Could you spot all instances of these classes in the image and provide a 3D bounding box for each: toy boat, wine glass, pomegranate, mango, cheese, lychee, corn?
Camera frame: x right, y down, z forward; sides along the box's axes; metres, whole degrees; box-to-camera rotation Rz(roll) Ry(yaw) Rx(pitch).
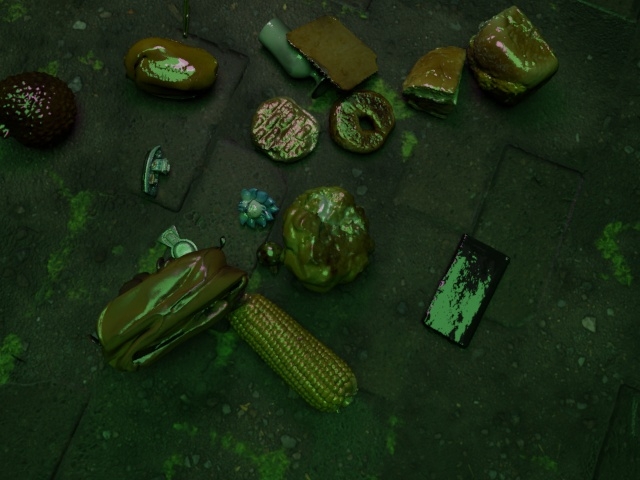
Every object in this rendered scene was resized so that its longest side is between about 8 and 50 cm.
[{"bbox_3d":[-0.438,-0.187,1.674,0.066,0.059,0.140,2,77,10],"label":"toy boat"},{"bbox_3d":[-0.065,-0.507,1.735,0.103,0.103,0.231,-42,81,-9],"label":"wine glass"},{"bbox_3d":[-0.134,0.045,1.643,0.073,0.073,0.085,14,94,0],"label":"pomegranate"},{"bbox_3d":[-0.400,-0.469,1.689,0.248,0.156,0.151,2,43,-3],"label":"mango"},{"bbox_3d":[-0.370,0.019,1.655,0.067,0.026,0.121,-43,84,-10],"label":"cheese"},{"bbox_3d":[-0.751,-0.334,1.624,0.200,0.200,0.238,42,65,5],"label":"lychee"},{"bbox_3d":[-0.071,0.277,1.563,0.387,0.144,0.144,42,80,3],"label":"corn"}]

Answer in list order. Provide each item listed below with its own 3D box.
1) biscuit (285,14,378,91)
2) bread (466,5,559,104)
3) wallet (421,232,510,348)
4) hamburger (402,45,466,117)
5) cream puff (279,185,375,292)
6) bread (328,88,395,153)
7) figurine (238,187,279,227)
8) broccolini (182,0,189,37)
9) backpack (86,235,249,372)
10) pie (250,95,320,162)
[{"bbox_3d":[0.045,-0.523,1.729,0.232,0.013,0.237,43,49,5],"label":"biscuit"},{"bbox_3d":[0.499,-0.497,1.714,0.176,0.195,0.246,-30,80,-15],"label":"bread"},{"bbox_3d":[0.388,0.133,1.670,0.146,0.030,0.286,29,78,-1],"label":"wallet"},{"bbox_3d":[0.325,-0.465,1.730,0.155,0.135,0.208,24,77,0],"label":"hamburger"},{"bbox_3d":[0.000,-0.002,1.598,0.281,0.185,0.282,8,74,-32],"label":"cream puff"},{"bbox_3d":[0.112,-0.329,1.731,0.193,0.064,0.194,1,83,-8],"label":"bread"},{"bbox_3d":[-0.162,-0.085,1.658,0.114,0.079,0.115,1,104,5],"label":"figurine"},{"bbox_3d":[-0.387,-0.685,1.791,0.042,0.044,0.218,5,84,-17],"label":"broccolini"},{"bbox_3d":[-0.353,0.144,1.484,0.378,0.353,0.201,-35,96,-9],"label":"backpack"},{"bbox_3d":[-0.100,-0.301,1.721,0.194,0.046,0.195,1,78,-4],"label":"pie"}]
